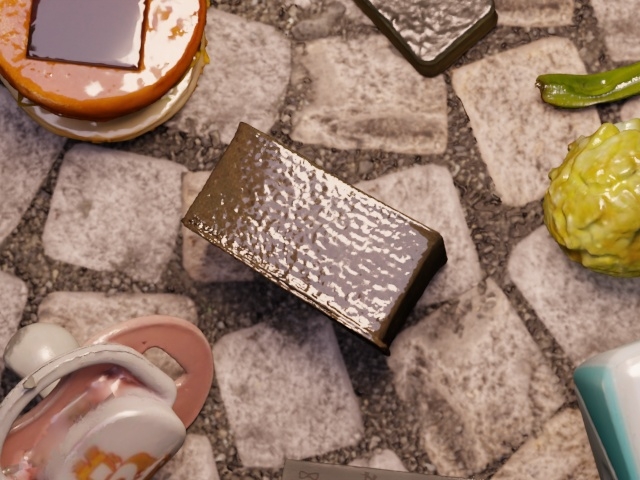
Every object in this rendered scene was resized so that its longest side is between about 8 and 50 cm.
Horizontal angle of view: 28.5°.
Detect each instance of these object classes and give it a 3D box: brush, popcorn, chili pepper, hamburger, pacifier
[{"bbox_3d":[0.115,-0.310,1.550,0.123,0.059,0.197,-40,80,-3],"label":"brush"},{"bbox_3d":[0.354,-0.056,1.442,0.198,0.198,0.212,13,57,8],"label":"popcorn"},{"bbox_3d":[0.359,-0.195,1.513,0.201,0.050,0.052,-16,65,4],"label":"chili pepper"},{"bbox_3d":[-0.267,-0.259,1.500,0.291,0.225,0.291,0,84,-1],"label":"hamburger"},{"bbox_3d":[-0.270,0.205,1.443,0.332,0.273,0.220,-45,106,-3],"label":"pacifier"}]

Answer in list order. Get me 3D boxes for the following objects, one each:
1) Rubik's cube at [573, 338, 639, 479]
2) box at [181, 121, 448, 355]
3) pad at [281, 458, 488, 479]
[{"bbox_3d":[0.475,0.236,1.284,0.347,0.351,0.352,-17,83,4],"label":"Rubik's cube"},{"bbox_3d":[-0.002,0.002,1.453,0.273,0.184,0.143,31,87,10],"label":"box"},{"bbox_3d":[0.067,0.334,1.444,0.245,0.006,0.170,5,51,8],"label":"pad"}]
